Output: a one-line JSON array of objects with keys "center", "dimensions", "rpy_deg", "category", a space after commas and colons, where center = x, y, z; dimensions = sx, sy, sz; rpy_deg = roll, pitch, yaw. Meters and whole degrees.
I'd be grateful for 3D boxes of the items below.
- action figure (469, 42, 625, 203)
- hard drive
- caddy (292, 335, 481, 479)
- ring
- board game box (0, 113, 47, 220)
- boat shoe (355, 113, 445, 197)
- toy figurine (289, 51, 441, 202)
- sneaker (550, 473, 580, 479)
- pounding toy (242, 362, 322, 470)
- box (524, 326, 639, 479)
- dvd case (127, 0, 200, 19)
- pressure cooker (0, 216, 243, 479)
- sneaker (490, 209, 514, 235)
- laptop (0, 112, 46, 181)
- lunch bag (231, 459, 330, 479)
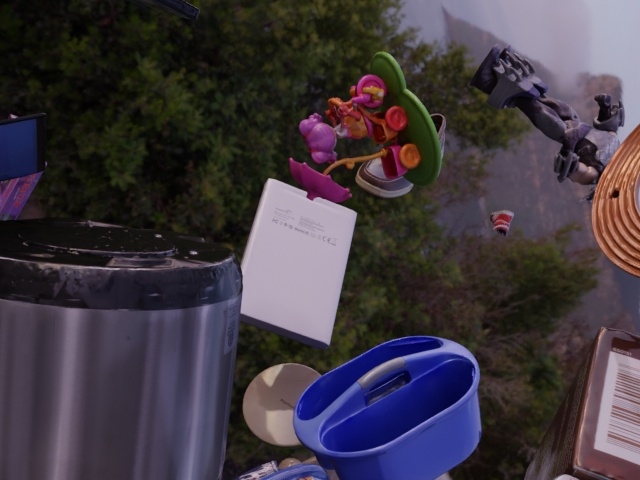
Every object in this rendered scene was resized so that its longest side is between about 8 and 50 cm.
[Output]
[{"center": [0.347, -0.163, 1.012], "dimensions": [0.285, 0.099, 0.185], "rpy_deg": [41, 42, 11], "category": "action figure"}, {"center": [-0.049, 0.041, 1.408], "dimensions": [0.203, 0.040, 0.308], "rpy_deg": [21, 58, -12], "category": "hard drive"}, {"center": [0.120, 0.290, 1.238], "dimensions": [0.241, 0.341, 0.179], "rpy_deg": [32, -39, 56], "category": "caddy"}, {"center": [0.456, -0.083, 0.779], "dimensions": [0.032, 0.336, 0.337], "rpy_deg": [40, 31, -23], "category": "ring"}, {"center": [-0.748, -0.094, 1.635], "dimensions": [0.056, 0.347, 0.208], "rpy_deg": [22, 22, -41], "category": "board game box"}, {"center": [0.194, -0.204, 1.604], "dimensions": [0.342, 0.123, 0.123], "rpy_deg": [-33, 148, -47], "category": "boat shoe"}, {"center": [0.035, -0.118, 0.848], "dimensions": [0.130, 0.159, 0.173], "rpy_deg": [9, -59, 67], "category": "toy figurine"}, {"center": [0.219, 0.308, 0.548], "dimensions": [0.295, 0.178, 0.124], "rpy_deg": [-26, 120, -46], "category": "sneaker"}, {"center": [-0.050, 0.374, 1.446], "dimensions": [0.237, 0.183, 0.110], "rpy_deg": [54, -20, 34], "category": "pounding toy"}, {"center": [0.335, 0.303, 0.866], "dimensions": [0.381, 0.143, 0.191], "rpy_deg": [93, 21, -49], "category": "box"}, {"center": [-0.332, -0.432, 1.208], "dimensions": [0.180, 0.022, 0.253], "rpy_deg": [20, 7, -38], "category": "dvd case"}, {"center": [-0.290, 0.199, 0.878], "dimensions": [0.369, 0.375, 0.421], "rpy_deg": [-3, 103, -48], "category": "pressure cooker"}, {"center": [0.493, -0.044, 1.976], "dimensions": [0.118, 0.042, 0.067], "rpy_deg": [140, -30, -80], "category": "sneaker"}, {"center": [-0.455, -0.029, 0.879], "dimensions": [0.136, 0.234, 0.264], "rpy_deg": [21, 71, -15], "category": "laptop"}, {"center": [-0.087, 0.332, 0.648], "dimensions": [0.303, 0.243, 0.115], "rpy_deg": [91, -25, -44], "category": "lunch bag"}]
